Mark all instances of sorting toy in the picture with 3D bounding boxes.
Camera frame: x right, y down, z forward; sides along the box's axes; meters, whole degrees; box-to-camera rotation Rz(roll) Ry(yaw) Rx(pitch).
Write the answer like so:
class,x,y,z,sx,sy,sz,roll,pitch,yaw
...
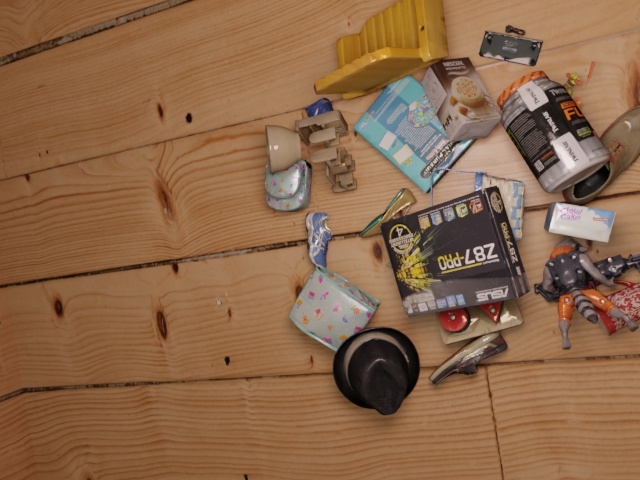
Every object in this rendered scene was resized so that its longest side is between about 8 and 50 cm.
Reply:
class,x,y,z,sx,sy,sz,roll,pitch,yaw
sorting toy,0.480,0.177,1.739,0.257,0.089,0.255,-20,70,19

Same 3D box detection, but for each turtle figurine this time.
class,x,y,z,sx,sy,sz,roll,pitch,yaw
turtle figurine,0.708,-0.426,1.656,0.217,0.087,0.269,23,110,24

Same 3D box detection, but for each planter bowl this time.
class,x,y,z,sx,sy,sz,roll,pitch,yaw
planter bowl,-0.123,-0.311,1.817,0.109,0.162,0.162,-7,92,-7

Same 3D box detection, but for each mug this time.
class,x,y,z,sx,sy,sz,roll,pitch,yaw
mug,0.904,0.183,1.618,0.169,0.113,0.150,-30,90,16

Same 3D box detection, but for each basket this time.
class,x,y,z,sx,sy,sz,roll,pitch,yaw
basket,0.484,-0.092,1.696,0.289,0.201,0.254,5,98,13

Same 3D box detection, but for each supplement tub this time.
class,x,y,z,sx,sy,sz,roll,pitch,yaw
supplement tub,0.648,-0.310,1.533,0.194,0.194,0.316,-32,74,19

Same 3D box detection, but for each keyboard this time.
class,x,y,z,sx,sy,sz,roll,pitch,yaw
keyboard,0.605,-0.622,1.713,0.180,0.023,0.108,18,106,17

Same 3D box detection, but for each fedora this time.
class,x,y,z,sx,sy,sz,roll,pitch,yaw
fedora,0.197,0.459,1.800,0.334,0.152,0.333,-2,111,-4

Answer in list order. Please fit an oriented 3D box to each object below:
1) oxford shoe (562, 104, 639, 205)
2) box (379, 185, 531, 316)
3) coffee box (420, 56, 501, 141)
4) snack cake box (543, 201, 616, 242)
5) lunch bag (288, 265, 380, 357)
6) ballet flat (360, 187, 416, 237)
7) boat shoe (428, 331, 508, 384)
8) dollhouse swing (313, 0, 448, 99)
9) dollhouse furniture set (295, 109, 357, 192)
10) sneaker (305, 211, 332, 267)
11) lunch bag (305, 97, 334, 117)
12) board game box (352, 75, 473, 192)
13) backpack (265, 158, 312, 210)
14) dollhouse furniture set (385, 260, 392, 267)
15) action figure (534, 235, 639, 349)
class,x,y,z,sx,sy,sz,roll,pitch,yaw
oxford shoe,0.861,-0.245,1.590,0.123,0.130,0.348,36,104,14
box,0.389,0.044,1.626,0.395,0.097,0.318,-18,88,45
coffee box,0.431,-0.439,1.678,0.141,0.098,0.246,-12,67,-19
snack cake box,0.744,-0.056,1.574,0.152,0.264,0.089,14,98,18
lunch bag,0.041,0.242,1.902,0.262,0.160,0.223,32,104,9
ballet flat,0.236,-0.077,1.854,0.073,0.080,0.232,41,108,-3
boat shoe,0.487,0.400,1.786,0.285,0.103,0.092,-40,76,12
dollhouse swing,0.151,-0.609,1.645,0.347,0.305,0.315,-13,79,45
dollhouse furniture set,0.010,-0.304,1.851,0.161,0.212,0.242,-11,64,18
sneaker,0.000,0.000,1.938,0.081,0.080,0.211,-7,93,23
lunch bag,0.000,-0.464,1.911,0.098,0.067,0.065,-27,86,17
board game box,0.316,-0.362,1.801,0.336,0.079,0.253,44,106,11
backpack,-0.117,-0.194,1.934,0.166,0.144,0.188,1,96,15
dollhouse furniture set,0.247,0.032,1.861,0.114,0.091,0.081,-46,64,19
action figure,0.790,0.117,1.575,0.341,0.178,0.330,-31,45,26
